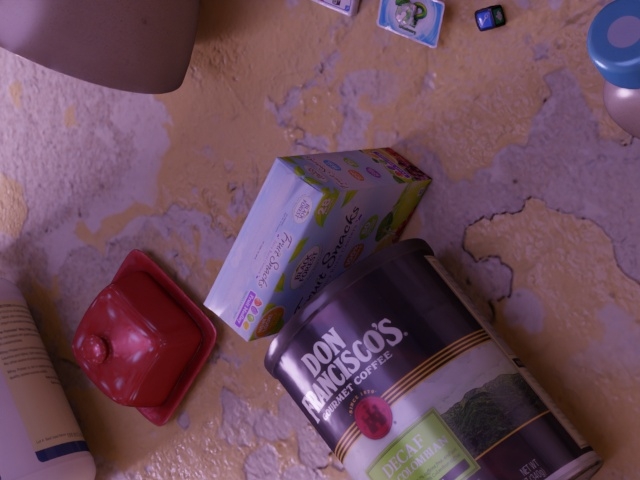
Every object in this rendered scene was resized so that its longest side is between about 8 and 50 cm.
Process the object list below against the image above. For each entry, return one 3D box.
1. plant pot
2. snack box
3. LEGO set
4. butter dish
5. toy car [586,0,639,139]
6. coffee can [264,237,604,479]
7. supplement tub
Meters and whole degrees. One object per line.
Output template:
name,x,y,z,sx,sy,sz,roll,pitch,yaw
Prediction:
plant pot,-0.241,-0.303,1.569,0.284,0.284,0.191,35,112,26
snack box,0.000,0.000,1.487,0.070,0.207,0.174,39,115,25
LEGO set,0.093,-0.298,1.502,0.244,0.060,0.182,27,122,30
butter dish,-0.222,0.117,1.703,0.160,0.118,0.160,43,116,21
toy car,0.364,-0.190,1.261,0.210,0.219,0.238,11,72,33
coffee can,0.106,0.165,1.438,0.275,0.201,0.201,51,119,18
supplement tub,-0.429,0.184,1.778,0.235,0.235,0.325,-32,78,32
